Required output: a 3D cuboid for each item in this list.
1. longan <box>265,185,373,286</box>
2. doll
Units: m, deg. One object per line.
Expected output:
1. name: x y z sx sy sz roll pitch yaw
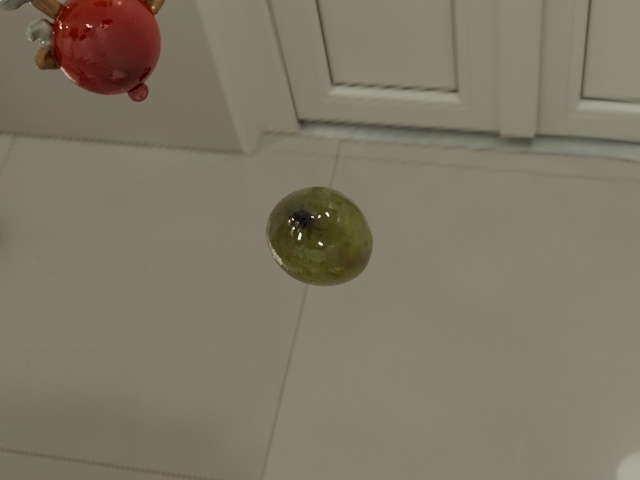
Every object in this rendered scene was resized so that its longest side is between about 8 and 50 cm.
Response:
1. longan: 0.000 0.000 1.636 0.145 0.176 0.155 -29 61 -4
2. doll: -0.265 -0.263 1.354 0.183 0.217 0.085 -39 38 2
